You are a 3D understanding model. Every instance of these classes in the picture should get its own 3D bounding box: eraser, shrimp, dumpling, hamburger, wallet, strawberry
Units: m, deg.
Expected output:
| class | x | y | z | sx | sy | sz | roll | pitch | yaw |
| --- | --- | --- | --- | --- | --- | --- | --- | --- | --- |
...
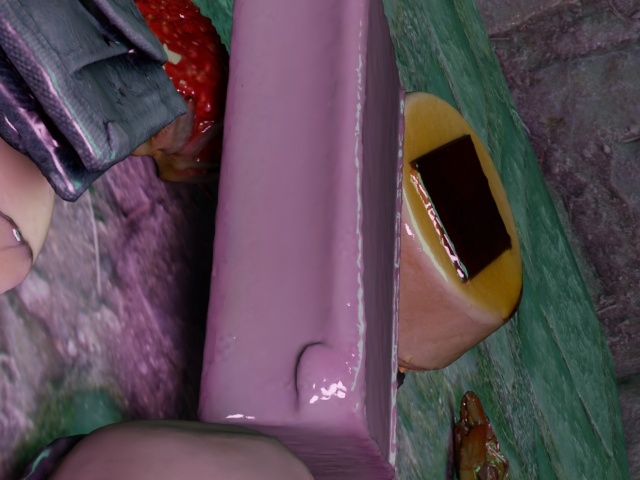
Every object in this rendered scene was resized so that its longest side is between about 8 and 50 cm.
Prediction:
| class | x | y | z | sx | sy | sz | roll | pitch | yaw |
| --- | --- | --- | --- | --- | --- | --- | --- | --- | --- |
| eraser | 0.000 | 0.000 | 0.993 | 0.272 | 0.122 | 0.359 | 71 | 19 | -66 |
| shrimp | 0.204 | 0.311 | 1.605 | 0.145 | 0.061 | 0.267 | 38 | 41 | -47 |
| dumpling | -0.057 | 0.165 | 0.709 | 0.293 | 0.204 | 0.163 | 14 | 49 | -60 |
| hamburger | 0.081 | -0.011 | 1.291 | 0.302 | 0.170 | 0.302 | 37 | 42 | -42 |
| wallet | -0.191 | -0.193 | 0.685 | 0.342 | 0.075 | 0.237 | 54 | 12 | -9 |
| strawberry | -0.116 | -0.149 | 0.995 | 0.167 | 0.087 | 0.208 | 39 | 37 | -58 |

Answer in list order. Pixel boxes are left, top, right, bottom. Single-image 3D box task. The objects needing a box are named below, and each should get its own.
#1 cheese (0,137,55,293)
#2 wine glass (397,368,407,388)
| class | x | y | z | sx | sy | sz | roll | pitch | yaw |
| --- | --- | --- | --- | --- | --- | --- | --- | --- | --- |
| cheese | -0.204 | -0.083 | 0.693 | 0.163 | 0.071 | 0.248 | 53 | 26 | -46 |
| wine glass | 0.080 | 0.074 | 1.424 | 0.262 | 0.074 | 0.074 | -76 | 146 | -55 |
